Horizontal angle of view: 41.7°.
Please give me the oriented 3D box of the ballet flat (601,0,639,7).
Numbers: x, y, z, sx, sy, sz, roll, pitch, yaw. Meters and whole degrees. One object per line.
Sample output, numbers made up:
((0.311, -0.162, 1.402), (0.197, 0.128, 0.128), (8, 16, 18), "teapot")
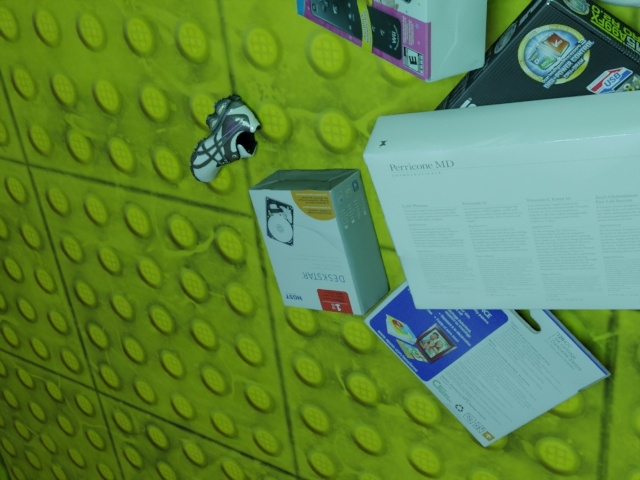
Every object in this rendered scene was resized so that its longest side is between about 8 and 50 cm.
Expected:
((0.234, -0.402, 0.951), (0.400, 0.139, 0.139), (48, 136, 3), "ballet flat")

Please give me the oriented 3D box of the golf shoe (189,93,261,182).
((-0.166, -0.158, 1.475), (0.094, 0.077, 0.198), (40, 136, 10), "golf shoe")

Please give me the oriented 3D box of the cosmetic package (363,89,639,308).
((0.275, -0.039, 1.080), (0.377, 0.097, 0.284), (-2, 134, 24), "cosmetic package")

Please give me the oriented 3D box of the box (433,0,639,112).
((0.290, -0.165, 1.059), (0.216, 0.060, 0.270), (30, 138, -11), "box")

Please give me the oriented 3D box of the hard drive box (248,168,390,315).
((0.000, 0.000, 1.436), (0.181, 0.089, 0.232), (2, 119, 38), "hard drive box")

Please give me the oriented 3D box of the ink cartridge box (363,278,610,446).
((0.261, 0.154, 1.347), (0.303, 0.072, 0.307), (47, 134, 5), "ink cartridge box")

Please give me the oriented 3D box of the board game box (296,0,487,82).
((0.076, -0.354, 1.044), (0.303, 0.098, 0.224), (43, 146, 47), "board game box")
